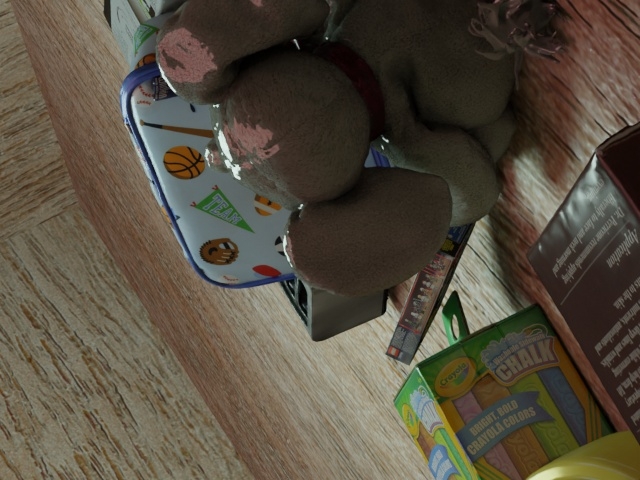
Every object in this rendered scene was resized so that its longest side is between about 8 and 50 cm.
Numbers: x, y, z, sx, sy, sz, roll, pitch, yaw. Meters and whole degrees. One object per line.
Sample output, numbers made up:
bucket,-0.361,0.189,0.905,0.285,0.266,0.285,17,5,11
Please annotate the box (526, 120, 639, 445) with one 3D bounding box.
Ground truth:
box,0.241,0.029,0.862,0.203,0.167,0.168,60,165,13

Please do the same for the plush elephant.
plush elephant,0.016,-0.106,1.255,0.272,0.255,0.330,65,166,-5

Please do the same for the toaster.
toaster,0.000,0.000,1.811,0.168,0.110,0.186,57,164,24

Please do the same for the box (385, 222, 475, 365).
box,0.101,0.033,1.455,0.027,0.094,0.137,25,131,7

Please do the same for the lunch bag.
lunch bag,-0.043,-0.096,1.554,0.115,0.243,0.303,-85,-18,-46

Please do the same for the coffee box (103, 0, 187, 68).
coffee box,-0.119,-0.265,1.651,0.119,0.168,0.297,62,166,9

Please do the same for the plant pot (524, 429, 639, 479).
plant pot,0.190,0.293,1.205,0.254,0.239,0.254,23,120,45

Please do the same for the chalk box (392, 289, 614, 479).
chalk box,0.154,0.150,1.467,0.213,0.132,0.132,60,165,16
